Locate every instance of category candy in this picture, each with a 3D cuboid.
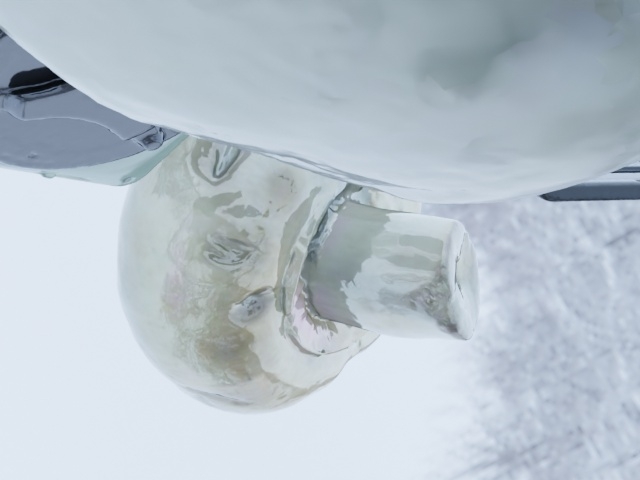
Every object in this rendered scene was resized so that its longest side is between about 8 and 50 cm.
[{"bbox_3d":[0.039,-0.150,0.624,0.427,0.386,0.186,9,-130,-22],"label":"candy"}]

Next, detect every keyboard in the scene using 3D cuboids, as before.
[{"bbox_3d":[0.187,-0.046,0.956,0.103,0.381,0.041,-144,61,-64],"label":"keyboard"}]

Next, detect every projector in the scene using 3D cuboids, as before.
[{"bbox_3d":[-0.163,-0.133,1.125,0.257,0.259,0.079,8,-128,-46],"label":"projector"}]

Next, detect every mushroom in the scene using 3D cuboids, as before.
[{"bbox_3d":[-0.021,-0.009,1.539,0.353,0.353,0.325,56,-158,-27],"label":"mushroom"}]
